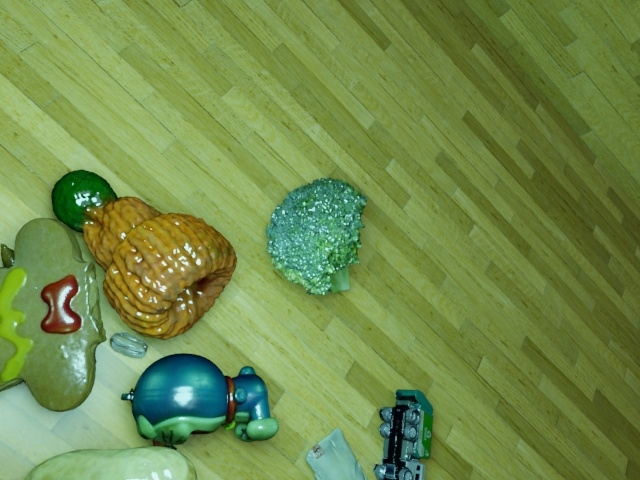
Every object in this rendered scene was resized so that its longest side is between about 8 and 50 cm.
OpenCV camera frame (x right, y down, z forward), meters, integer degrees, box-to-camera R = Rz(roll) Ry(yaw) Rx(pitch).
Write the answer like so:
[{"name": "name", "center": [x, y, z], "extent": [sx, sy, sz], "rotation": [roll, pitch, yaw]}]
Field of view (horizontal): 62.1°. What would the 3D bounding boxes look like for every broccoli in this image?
[{"name": "broccoli", "center": [-0.018, -0.011, 1.380], "extent": [0.249, 0.302, 0.375], "rotation": [8, 41, -7]}]

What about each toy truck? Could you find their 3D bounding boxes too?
[{"name": "toy truck", "center": [0.228, 0.527, 1.412], "extent": [0.124, 0.114, 0.253], "rotation": [24, 64, -34]}]

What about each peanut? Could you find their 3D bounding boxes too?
[{"name": "peanut", "center": [-0.395, 0.460, 0.999], "extent": [0.319, 0.147, 0.147], "rotation": [2, 73, -5]}]

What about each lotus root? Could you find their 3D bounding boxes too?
[{"name": "lotus root", "center": [-0.422, 0.229, 1.165], "extent": [0.083, 0.030, 0.037], "rotation": [31, 30, -22]}]

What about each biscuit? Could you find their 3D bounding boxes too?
[{"name": "biscuit", "center": [-0.607, 0.144, 0.971], "extent": [0.394, 0.076, 0.368], "rotation": [-7, 79, -7]}]

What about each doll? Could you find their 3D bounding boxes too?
[{"name": "doll", "center": [-0.254, 0.340, 1.129], "extent": [0.322, 0.198, 0.186], "rotation": [12, 64, -28]}]

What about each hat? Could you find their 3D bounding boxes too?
[{"name": "hat", "center": [-0.404, 0.026, 1.153], "extent": [0.400, 0.285, 0.285], "rotation": [29, 57, 16]}]

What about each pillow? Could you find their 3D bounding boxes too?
[{"name": "pillow", "center": [0.053, 0.594, 1.321], "extent": [0.128, 0.051, 0.229], "rotation": [-28, 92, -41]}]

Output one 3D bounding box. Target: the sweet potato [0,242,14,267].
[{"name": "sweet potato", "center": [-0.568, 0.116, 1.094], "extent": [0.274, 0.067, 0.067], "rotation": [51, 57, -11]}]

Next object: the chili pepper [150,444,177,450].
[{"name": "chili pepper", "center": [-0.366, 0.524, 1.090], "extent": [0.108, 0.062, 0.216], "rotation": [47, 60, -10]}]
